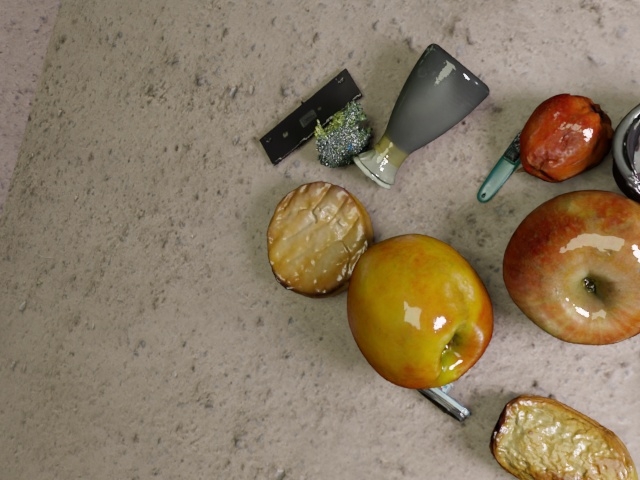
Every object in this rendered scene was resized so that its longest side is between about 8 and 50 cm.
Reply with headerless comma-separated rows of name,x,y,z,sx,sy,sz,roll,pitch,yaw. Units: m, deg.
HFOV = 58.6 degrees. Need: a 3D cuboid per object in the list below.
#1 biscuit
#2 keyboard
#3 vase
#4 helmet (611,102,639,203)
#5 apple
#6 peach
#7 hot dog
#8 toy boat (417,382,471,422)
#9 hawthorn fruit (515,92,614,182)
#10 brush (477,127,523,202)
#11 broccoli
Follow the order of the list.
biscuit,0.000,0.000,1.435,0.296,0.102,0.296,-2,85,30
keyboard,-0.030,-0.331,1.544,0.317,0.027,0.106,-35,70,22
vase,0.219,-0.274,1.319,0.321,0.173,0.173,-50,62,23
helmet,0.670,-0.125,1.011,0.305,0.177,0.225,27,87,22
apple,0.494,0.040,1.058,0.302,0.301,0.301,-5,80,30
peach,0.194,0.140,1.200,0.307,0.308,0.332,-55,45,12
hot dog,0.466,0.412,1.094,0.259,0.114,0.175,25,91,29
toy boat,0.272,0.335,1.253,0.140,0.059,0.066,32,70,29
hawthorn fruit,0.493,-0.203,1.149,0.173,0.173,0.179,27,123,31
brush,0.407,-0.167,1.257,0.043,0.032,0.193,41,102,28
broccoli,0.053,-0.268,1.436,0.155,0.167,0.160,-17,44,-2
